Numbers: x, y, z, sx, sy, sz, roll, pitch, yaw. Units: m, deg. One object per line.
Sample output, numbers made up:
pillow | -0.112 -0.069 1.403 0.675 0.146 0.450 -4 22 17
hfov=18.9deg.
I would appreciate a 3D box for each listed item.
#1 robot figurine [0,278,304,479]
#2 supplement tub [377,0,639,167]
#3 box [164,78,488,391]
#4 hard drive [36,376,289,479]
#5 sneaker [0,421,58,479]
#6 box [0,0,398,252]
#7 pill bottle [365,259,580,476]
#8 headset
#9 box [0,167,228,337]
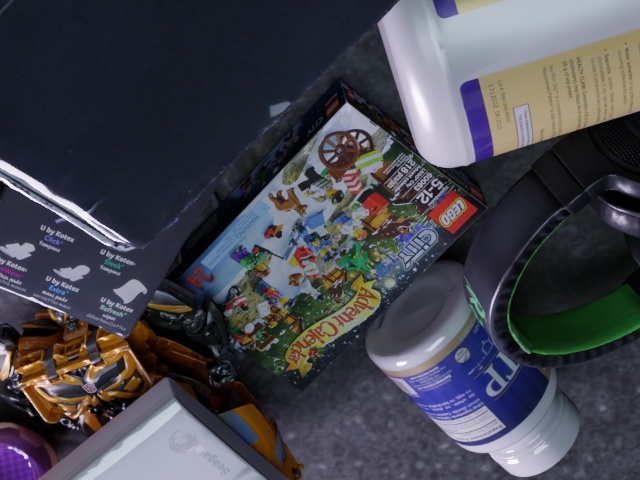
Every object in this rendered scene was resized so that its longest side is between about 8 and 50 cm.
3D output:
robot figurine | -0.142 0.146 1.608 0.211 0.085 0.291 -21 130 19
supplement tub | 0.199 -0.206 1.369 0.331 0.241 0.241 -17 122 2
box | 0.000 0.000 1.582 0.159 0.044 0.233 35 111 -25
hard drive | -0.179 0.266 1.580 0.307 0.040 0.203 -39 127 8
sneaker | -0.314 0.259 1.654 0.095 0.104 0.236 39 109 -6
box | -0.223 -0.322 1.047 0.297 0.480 0.472 -42 130 16
pill bottle | 0.135 0.114 1.632 0.112 0.112 0.186 -37 120 14
headset | 0.299 -0.028 1.490 0.394 0.185 0.243 -40 144 7
box | -0.148 -0.092 1.433 0.143 0.165 0.270 23 116 -20
